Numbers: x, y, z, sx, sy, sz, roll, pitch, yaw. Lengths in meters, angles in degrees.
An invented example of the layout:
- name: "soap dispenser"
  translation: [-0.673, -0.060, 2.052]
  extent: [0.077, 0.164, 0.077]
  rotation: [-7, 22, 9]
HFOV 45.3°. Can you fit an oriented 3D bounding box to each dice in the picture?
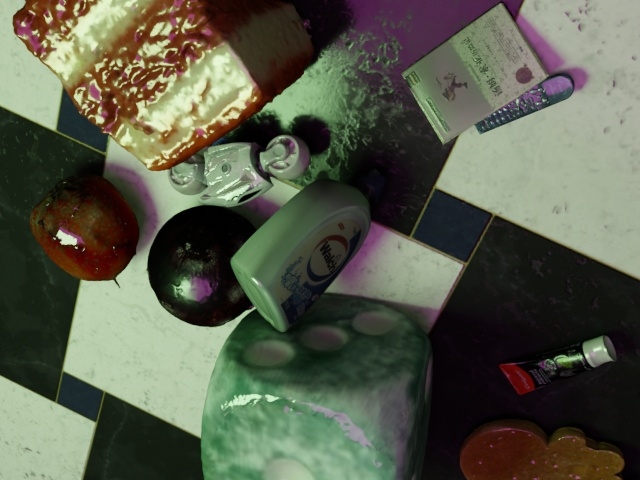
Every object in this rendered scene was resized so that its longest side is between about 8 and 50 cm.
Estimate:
- name: "dice"
  translation: [0.010, 0.302, 1.300]
  extent: [0.327, 0.348, 0.331]
  rotation: [7, 114, 14]

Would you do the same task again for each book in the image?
- name: "book"
  translation: [0.220, -0.239, 1.112]
  extent: [0.181, 0.014, 0.127]
  rotation: [-31, 93, 30]

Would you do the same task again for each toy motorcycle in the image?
- name: "toy motorcycle"
  translation: [-0.135, -0.109, 1.247]
  extent: [0.254, 0.112, 0.113]
  rotation: [-6, 115, 22]

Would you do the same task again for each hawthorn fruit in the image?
- name: "hawthorn fruit"
  translation: [-0.404, -0.006, 1.377]
  extent: [0.181, 0.181, 0.235]
  rotation: [-7, 133, 21]

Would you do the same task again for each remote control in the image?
- name: "remote control"
  translation: [0.294, -0.201, 1.115]
  extent: [0.152, 0.027, 0.044]
  rotation: [-19, 113, 27]

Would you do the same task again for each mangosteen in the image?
- name: "mangosteen"
  translation: [-0.190, 0.061, 1.326]
  extent: [0.211, 0.211, 0.250]
  rotation: [13, 148, 11]

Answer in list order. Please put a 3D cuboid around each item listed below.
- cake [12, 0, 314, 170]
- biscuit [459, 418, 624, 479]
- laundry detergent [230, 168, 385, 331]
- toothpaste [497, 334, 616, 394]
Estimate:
- name: "cake"
  translation: [-0.208, -0.291, 1.088]
  extent: [0.270, 0.269, 0.320]
  rotation: [-33, 102, 29]
- name: "biscuit"
  translation: [0.399, 0.406, 1.394]
  extent: [0.288, 0.044, 0.202]
  rotation: [-8, 115, 20]
- name: "laundry detergent"
  translation: [0.000, 0.000, 1.214]
  extent: [0.105, 0.280, 0.215]
  rotation: [37, 162, 29]
- name: "toothpaste"
  translation: [0.400, 0.212, 1.293]
  extent: [0.193, 0.045, 0.071]
  rotation: [-26, 106, 34]
